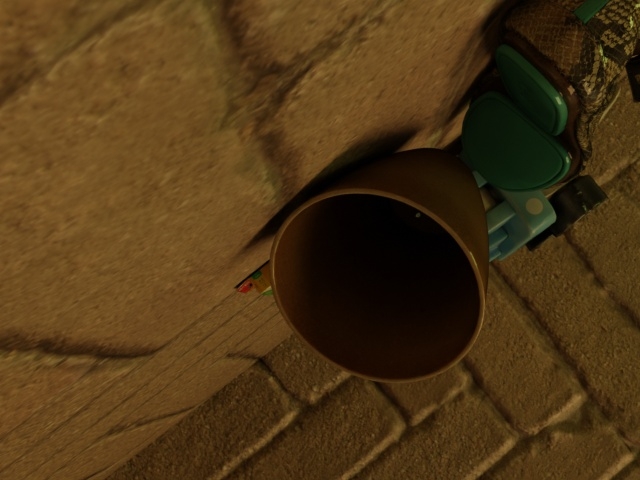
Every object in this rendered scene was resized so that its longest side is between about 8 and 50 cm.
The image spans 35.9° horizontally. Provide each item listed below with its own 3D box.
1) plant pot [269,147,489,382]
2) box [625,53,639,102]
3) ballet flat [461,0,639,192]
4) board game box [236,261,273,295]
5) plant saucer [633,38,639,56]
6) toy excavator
[{"bbox_3d":[0.099,-0.003,1.141,0.237,0.237,0.254,-42,-175,34],"label":"plant pot"},{"bbox_3d":[0.605,-0.265,1.279,0.293,0.073,0.295,-29,-164,-23],"label":"box"},{"bbox_3d":[0.272,-0.174,1.101,0.182,0.164,0.483,-43,171,-3],"label":"ballet flat"},{"bbox_3d":[0.000,0.000,1.362,0.259,0.039,0.124,-35,174,2],"label":"board game box"},{"bbox_3d":[0.448,-0.314,1.362,0.169,0.029,0.168,-11,154,-6],"label":"plant saucer"},{"bbox_3d":[0.222,-0.029,1.576,0.445,0.222,0.433,-35,173,-9],"label":"toy excavator"}]
